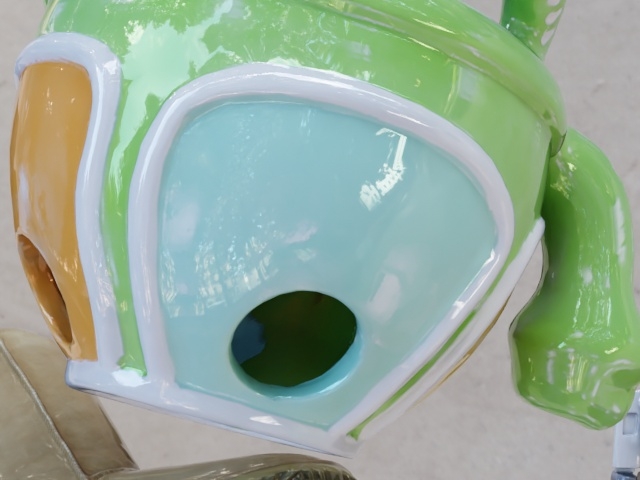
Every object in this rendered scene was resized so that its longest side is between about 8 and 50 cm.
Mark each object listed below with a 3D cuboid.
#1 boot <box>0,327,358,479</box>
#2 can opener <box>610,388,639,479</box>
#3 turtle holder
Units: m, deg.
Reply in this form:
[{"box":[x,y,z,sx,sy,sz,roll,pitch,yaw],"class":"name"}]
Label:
[{"box":[-0.133,0.129,0.746,0.236,0.089,0.269,-5,23,-30],"class":"boot"},{"box":[0.440,0.343,1.600,0.076,0.283,0.095,3,0,-9],"class":"can opener"},{"box":[-0.001,-0.013,0.577,0.243,0.320,0.227,3,74,41],"class":"turtle holder"}]
